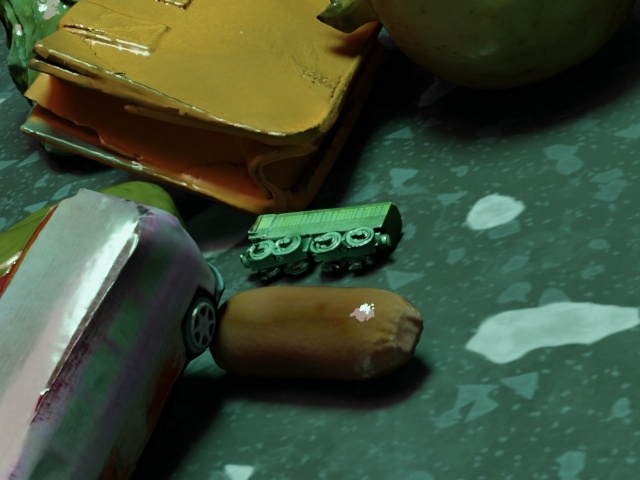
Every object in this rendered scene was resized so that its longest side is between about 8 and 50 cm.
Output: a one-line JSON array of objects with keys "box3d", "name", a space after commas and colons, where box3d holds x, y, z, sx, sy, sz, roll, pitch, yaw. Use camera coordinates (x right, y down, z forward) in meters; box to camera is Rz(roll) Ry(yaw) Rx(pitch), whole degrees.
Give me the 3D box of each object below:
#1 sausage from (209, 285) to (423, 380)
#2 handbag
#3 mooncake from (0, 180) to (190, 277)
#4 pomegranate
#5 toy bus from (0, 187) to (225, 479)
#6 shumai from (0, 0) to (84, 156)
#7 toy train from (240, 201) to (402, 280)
[{"box3d": [-0.007, 0.071, 1.185, 0.194, 0.077, 0.077, -2, 34, 40], "name": "sausage"}, {"box3d": [-0.097, -0.198, 1.553, 0.304, 0.116, 0.410, 19, 37, 5], "name": "handbag"}, {"box3d": [-0.214, 0.032, 1.371, 0.235, 0.117, 0.235, -21, 27, 11], "name": "mooncake"}, {"box3d": [0.138, -0.300, 1.467, 0.338, 0.338, 0.338, -18, 28, 10], "name": "pomegranate"}, {"box3d": [-0.182, 0.102, 1.125, 0.128, 0.147, 0.302, 6, 55, 27], "name": "toy bus"}, {"box3d": [-0.266, -0.278, 1.767, 0.292, 0.288, 0.330, -13, 27, 17], "name": "shumai"}, {"box3d": [0.000, 0.000, 1.343, 0.148, 0.038, 0.071, -5, 33, 29], "name": "toy train"}]
